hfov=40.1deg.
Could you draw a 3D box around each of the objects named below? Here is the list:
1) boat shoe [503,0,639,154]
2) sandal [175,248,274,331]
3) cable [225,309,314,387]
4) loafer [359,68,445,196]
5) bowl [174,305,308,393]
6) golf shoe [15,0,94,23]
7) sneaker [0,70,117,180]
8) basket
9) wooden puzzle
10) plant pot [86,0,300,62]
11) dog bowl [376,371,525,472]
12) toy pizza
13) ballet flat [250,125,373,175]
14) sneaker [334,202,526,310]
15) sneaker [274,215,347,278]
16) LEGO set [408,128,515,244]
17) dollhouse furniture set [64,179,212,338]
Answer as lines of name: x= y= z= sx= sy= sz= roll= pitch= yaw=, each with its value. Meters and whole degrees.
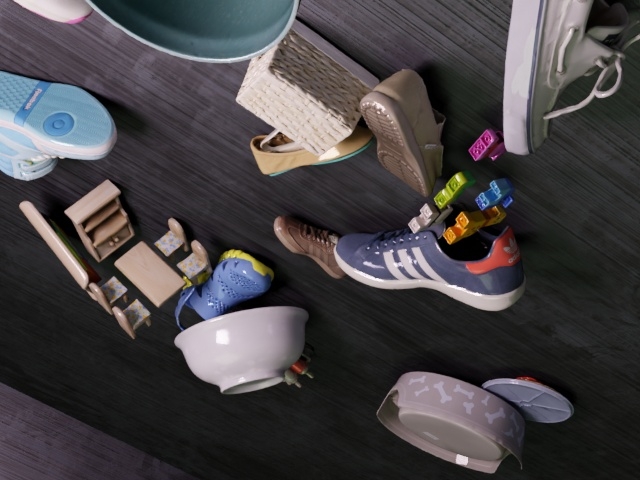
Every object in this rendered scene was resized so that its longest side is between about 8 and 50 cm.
boat shoe: x=0.298 y=-0.237 z=0.999 sx=0.156 sy=0.136 sz=0.367 roll=9 pitch=138 yaw=14
sandal: x=-0.211 y=0.119 z=1.857 sx=0.126 sy=0.138 sz=0.317 roll=35 pitch=145 yaw=-19
cable: x=-0.133 y=0.252 z=2.080 sx=0.287 sy=0.072 sz=0.139 roll=36 pitch=141 yaw=-23
loafer: x=0.135 y=-0.150 z=1.257 sx=0.102 sy=0.092 sz=0.268 roll=39 pitch=173 yaw=24
bowl: x=-0.157 y=0.249 z=1.895 sx=0.297 sy=0.134 sz=0.298 roll=-12 pitch=162 yaw=-4
golf shoe: x=-0.396 y=-0.414 z=1.150 sx=0.140 sy=0.115 sz=0.306 roll=-10 pitch=138 yaw=37
sneaker: x=-0.481 y=-0.178 z=1.566 sx=0.318 sy=0.127 sz=0.208 roll=22 pitch=149 yaw=18
basket: x=-0.021 y=-0.212 z=1.241 sx=0.167 sy=0.103 sz=0.113 roll=32 pitch=149 yaw=-19
wooden puzzle: x=-0.543 y=0.023 z=1.878 sx=0.221 sy=0.044 sz=0.239 roll=50 pitch=167 yaw=5
plant pot: x=-0.131 y=-0.371 z=0.965 sx=0.292 sy=0.196 sz=0.293 roll=16 pitch=150 yaw=9
dog bowl: x=0.305 y=0.413 z=1.998 sx=0.348 sy=0.102 sz=0.349 roll=22 pitch=156 yaw=10
toy pizza: x=0.448 y=0.340 z=1.899 sx=0.201 sy=0.032 sz=0.201 roll=16 pitch=152 yaw=9
ballet flat: x=-0.024 y=-0.153 z=1.370 sx=0.232 sy=0.080 sz=0.073 roll=-12 pitch=121 yaw=41
sneaker: x=0.174 y=0.002 z=1.468 sx=0.349 sy=0.131 sz=0.148 roll=10 pitch=126 yaw=30
sneaker: x=0.000 y=0.000 z=1.624 sx=0.188 sy=0.066 sz=0.071 roll=34 pitch=131 yaw=-31
LEGO set: x=0.237 y=-0.064 z=1.295 sx=0.087 sy=0.093 sz=0.227 roll=61 pitch=141 yaw=21
dollhouse furniture set: x=-0.373 y=0.023 z=1.736 sx=0.242 sy=0.212 sz=0.161 roll=40 pitch=158 yaw=23
